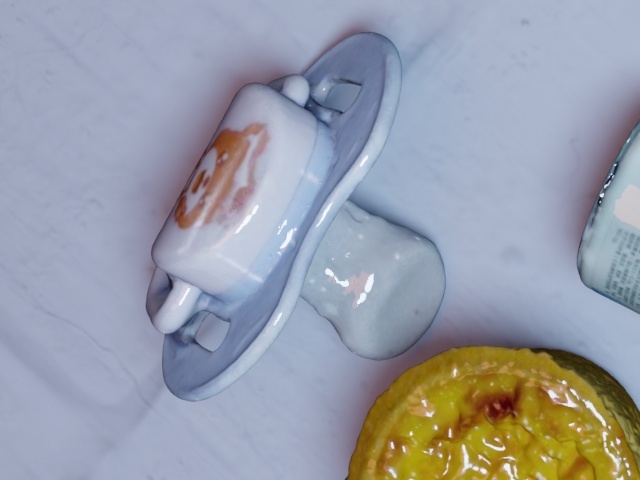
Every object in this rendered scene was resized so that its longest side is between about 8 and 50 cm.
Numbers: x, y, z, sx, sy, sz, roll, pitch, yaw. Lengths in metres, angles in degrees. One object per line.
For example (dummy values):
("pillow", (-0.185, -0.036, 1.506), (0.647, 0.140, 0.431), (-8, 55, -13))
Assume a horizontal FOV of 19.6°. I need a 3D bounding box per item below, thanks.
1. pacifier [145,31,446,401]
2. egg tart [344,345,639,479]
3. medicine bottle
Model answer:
("pacifier", (0.000, 0.000, 1.274), (0.207, 0.227, 0.279), (30, 87, -18))
("egg tart", (0.130, 0.157, 1.234), (0.202, 0.147, 0.203), (3, 98, 19))
("medicine bottle", (0.261, 0.004, 1.171), (0.168, 0.135, 0.135), (27, 106, 17))
